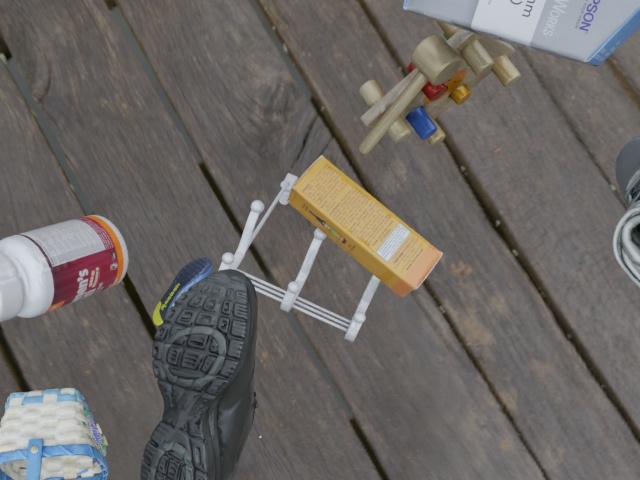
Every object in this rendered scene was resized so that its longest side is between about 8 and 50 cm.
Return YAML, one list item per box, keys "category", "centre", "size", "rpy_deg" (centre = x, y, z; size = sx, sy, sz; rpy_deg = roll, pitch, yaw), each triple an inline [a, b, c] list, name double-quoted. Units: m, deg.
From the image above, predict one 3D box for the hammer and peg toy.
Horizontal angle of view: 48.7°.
- category: "hammer and peg toy"
  centre: [0.188, -0.280, 1.249]
  size: [0.266, 0.361, 0.127]
  rpy_deg: [-39, 76, 27]

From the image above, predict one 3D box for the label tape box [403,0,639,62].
- category: "label tape box"
  centre: [0.313, -0.293, 0.915]
  size: [0.348, 0.249, 0.115]
  rpy_deg: [25, 111, 18]

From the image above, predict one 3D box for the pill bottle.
- category: "pill bottle"
  centre: [-0.402, 0.042, 1.037]
  size: [0.121, 0.121, 0.221]
  rpy_deg: [51, 34, 9]

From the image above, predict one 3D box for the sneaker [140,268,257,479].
- category: "sneaker"
  centre: [-0.123, 0.168, 0.809]
  size: [0.109, 0.130, 0.286]
  rpy_deg: [19, 100, 22]

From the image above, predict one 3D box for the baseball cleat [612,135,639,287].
- category: "baseball cleat"
  centre: [0.233, -0.022, 0.470]
  size: [0.110, 0.072, 0.205]
  rpy_deg: [14, 32, -18]

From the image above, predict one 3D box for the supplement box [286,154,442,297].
- category: "supplement box"
  centre: [0.062, -0.020, 1.052]
  size: [0.233, 0.078, 0.080]
  rpy_deg: [38, 73, 1]

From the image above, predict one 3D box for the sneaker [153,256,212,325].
- category: "sneaker"
  centre: [-0.231, 0.094, 1.237]
  size: [0.059, 0.053, 0.144]
  rpy_deg: [38, 88, -36]

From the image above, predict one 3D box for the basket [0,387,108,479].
- category: "basket"
  centre: [-0.504, 0.436, 1.318]
  size: [0.201, 0.254, 0.288]
  rpy_deg: [0, 61, -8]

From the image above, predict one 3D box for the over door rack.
- category: "over door rack"
  centre: [0.000, 0.000, 1.173]
  size: [0.240, 0.108, 0.324]
  rpy_deg: [25, 35, 4]
